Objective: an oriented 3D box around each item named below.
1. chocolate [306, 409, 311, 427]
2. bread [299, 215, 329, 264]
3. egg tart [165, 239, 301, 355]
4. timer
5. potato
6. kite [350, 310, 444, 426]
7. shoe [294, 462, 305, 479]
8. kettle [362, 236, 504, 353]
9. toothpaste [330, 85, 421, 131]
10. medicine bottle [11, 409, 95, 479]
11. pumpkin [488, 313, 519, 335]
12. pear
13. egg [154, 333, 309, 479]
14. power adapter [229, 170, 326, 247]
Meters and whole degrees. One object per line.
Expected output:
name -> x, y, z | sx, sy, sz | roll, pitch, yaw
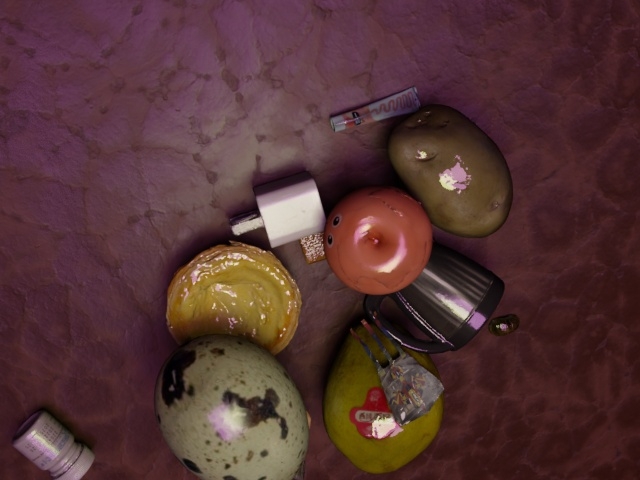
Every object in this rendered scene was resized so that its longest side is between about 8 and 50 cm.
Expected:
chocolate -> -0.178, 0.423, 1.726 | 0.309, 0.134, 0.134 | 1, 106, -5
bread -> 0.000, 0.000, 1.674 | 0.094, 0.035, 0.090 | -20, 109, -3
egg tart -> -0.196, 0.143, 1.642 | 0.315, 0.120, 0.314 | -3, 109, -8
timer -> 0.118, -0.002, 1.505 | 0.230, 0.215, 0.229 | 0, 94, 3
potato -> 0.289, -0.141, 1.571 | 0.221, 0.243, 0.326 | -38, 108, -1
kite -> 0.159, 0.271, 1.563 | 0.141, 0.015, 0.245 | -34, 89, -29
shoe -> -0.111, 0.554, 1.807 | 0.099, 0.071, 0.169 | -21, 139, 27
kettle -> 0.241, 0.111, 1.673 | 0.271, 0.207, 0.250 | 38, 100, -1
toothpaste -> 0.123, -0.286, 1.611 | 0.205, 0.036, 0.056 | -19, 107, -8
medicine bottle -> -0.618, 0.481, 1.681 | 0.105, 0.105, 0.168 | -39, 108, 4
pumpkin -> 0.465, 0.214, 1.821 | 0.083, 0.028, 0.050 | -20, 107, -7
pear -> 0.142, 0.343, 1.689 | 0.287, 0.287, 0.375 | -2, 77, -9
egg -> -0.180, 0.365, 1.519 | 0.288, 0.287, 0.379 | -29, 117, 0
power adapter -> -0.101, -0.059, 1.591 | 0.205, 0.130, 0.125 | -18, 109, -3
